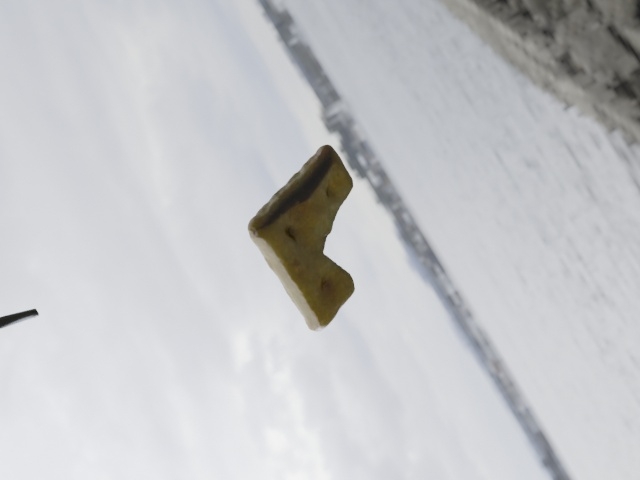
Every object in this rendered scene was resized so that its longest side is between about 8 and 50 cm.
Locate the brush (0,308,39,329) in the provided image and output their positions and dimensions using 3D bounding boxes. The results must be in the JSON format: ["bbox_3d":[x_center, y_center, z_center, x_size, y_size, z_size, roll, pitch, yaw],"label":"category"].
[{"bbox_3d":[-0.389,0.103,1.525,0.193,0.063,0.016,-21,-102,-49],"label":"brush"}]

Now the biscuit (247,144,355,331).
[{"bbox_3d":[0.000,0.000,1.697,0.039,0.174,0.183,-2,125,46],"label":"biscuit"}]
